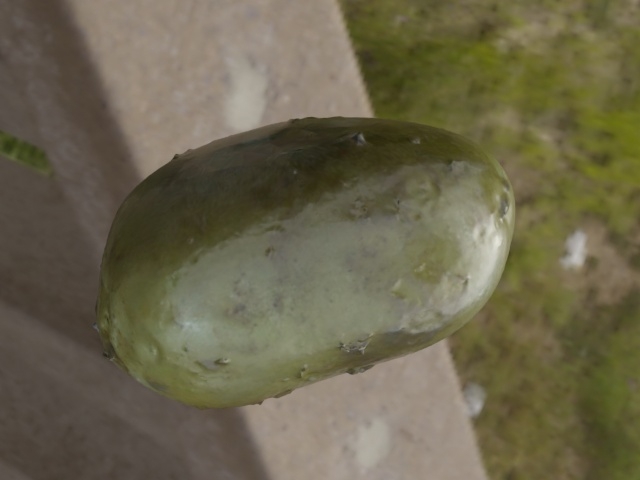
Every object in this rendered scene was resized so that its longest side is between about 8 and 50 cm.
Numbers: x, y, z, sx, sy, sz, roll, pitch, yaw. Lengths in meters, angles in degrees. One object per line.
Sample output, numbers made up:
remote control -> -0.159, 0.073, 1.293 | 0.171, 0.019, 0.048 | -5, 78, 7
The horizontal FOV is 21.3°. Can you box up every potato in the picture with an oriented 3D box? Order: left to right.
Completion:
potato -> -0.013, 0.010, 1.204 | 0.307, 0.210, 0.173 | -11, 118, 6
